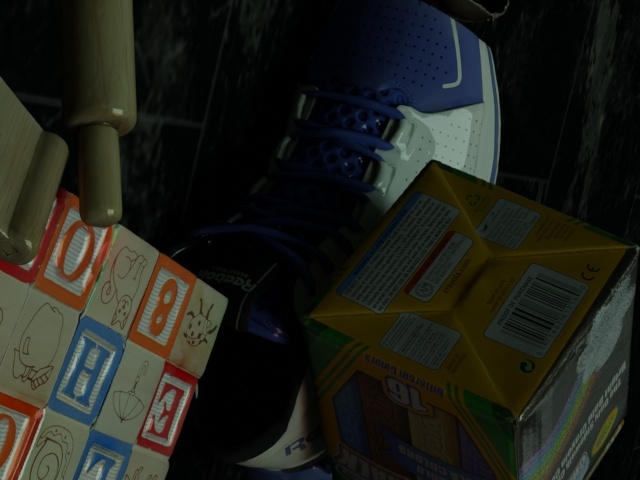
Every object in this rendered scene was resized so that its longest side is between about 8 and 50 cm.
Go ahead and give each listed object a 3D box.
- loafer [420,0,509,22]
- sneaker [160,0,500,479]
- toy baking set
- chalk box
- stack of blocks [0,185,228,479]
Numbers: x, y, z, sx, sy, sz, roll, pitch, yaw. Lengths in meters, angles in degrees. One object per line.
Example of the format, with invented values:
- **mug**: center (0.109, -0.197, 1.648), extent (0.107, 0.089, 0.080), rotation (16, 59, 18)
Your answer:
- **loafer**: center (0.077, -0.211, 1.025), extent (0.080, 0.078, 0.220), rotation (-68, 155, -14)
- **sneaker**: center (0.000, 0.001, 0.929), extent (0.182, 0.127, 0.316), rotation (20, 88, -68)
- **toy baking set**: center (-0.119, -0.124, 0.588), extent (0.197, 0.030, 0.256), rotation (44, 39, -61)
- **chalk box**: center (0.087, 0.086, 0.900), extent (0.132, 0.132, 0.213), rotation (-51, 152, -29)
- **stack of blocks**: center (-0.159, 0.054, 0.668), extent (0.171, 0.087, 0.297), rotation (-70, 155, -11)
